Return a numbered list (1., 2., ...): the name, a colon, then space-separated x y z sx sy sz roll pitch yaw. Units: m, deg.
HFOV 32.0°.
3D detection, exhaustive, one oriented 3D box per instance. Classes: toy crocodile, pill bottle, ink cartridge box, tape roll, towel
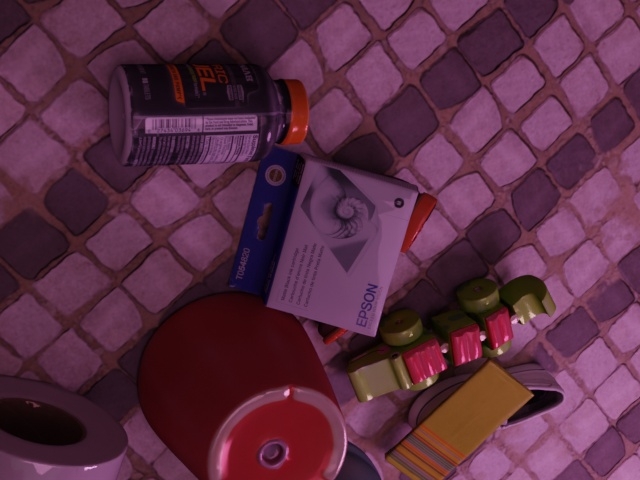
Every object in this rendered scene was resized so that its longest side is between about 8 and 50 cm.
1. toy crocodile: 0.199 0.151 1.707 0.341 0.105 0.115 -22 115 -13
2. pill bottle: -0.141 -0.163 1.442 0.246 0.130 0.130 -4 110 -21
3. ink cartridge box: 0.000 0.000 1.552 0.224 0.045 0.223 15 104 2
4. tape roll: -0.390 0.303 1.445 0.246 0.246 0.169 14 104 -26
5. towel: 0.214 0.288 1.743 0.102 0.021 0.237 38 107 -19

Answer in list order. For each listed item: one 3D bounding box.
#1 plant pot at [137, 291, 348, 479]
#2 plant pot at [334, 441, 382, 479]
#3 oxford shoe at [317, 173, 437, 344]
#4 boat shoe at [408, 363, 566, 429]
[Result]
1. plant pot: -0.096 0.237 1.541 0.275 0.243 0.274 -7 111 -19
2. plant pot: -0.002 0.469 1.689 0.293 0.196 0.293 -8 112 -20
3. oxford shoe: 0.061 0.028 1.633 0.098 0.097 0.271 33 102 4
4. boat shoe: 0.269 0.261 1.786 0.258 0.084 0.095 -17 115 -15
